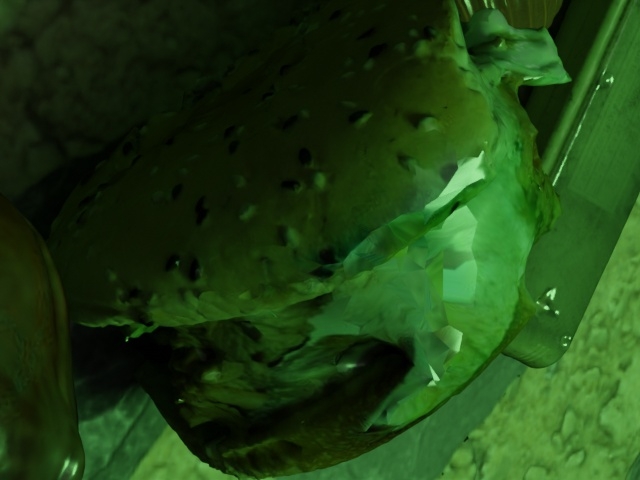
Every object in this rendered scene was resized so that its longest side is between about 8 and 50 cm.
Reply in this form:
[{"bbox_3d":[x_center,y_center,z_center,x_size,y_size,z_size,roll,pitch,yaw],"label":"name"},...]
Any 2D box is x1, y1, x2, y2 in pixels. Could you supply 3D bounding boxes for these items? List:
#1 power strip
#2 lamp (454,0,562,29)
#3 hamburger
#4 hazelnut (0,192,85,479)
[{"bbox_3d":[0.186,-0.109,1.014,0.092,0.066,0.387,26,89,-38],"label":"power strip"},{"bbox_3d":[0.068,-0.152,0.858,0.136,0.136,0.136,-12,110,-35],"label":"lamp"},{"bbox_3d":[0.000,0.000,0.762,0.288,0.192,0.167,-35,115,9],"label":"hamburger"},{"bbox_3d":[-0.202,0.076,0.661,0.229,0.229,0.229,-12,110,-35],"label":"hazelnut"}]
